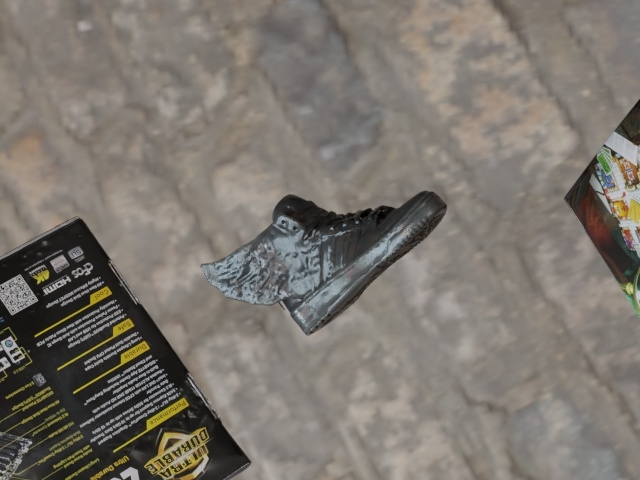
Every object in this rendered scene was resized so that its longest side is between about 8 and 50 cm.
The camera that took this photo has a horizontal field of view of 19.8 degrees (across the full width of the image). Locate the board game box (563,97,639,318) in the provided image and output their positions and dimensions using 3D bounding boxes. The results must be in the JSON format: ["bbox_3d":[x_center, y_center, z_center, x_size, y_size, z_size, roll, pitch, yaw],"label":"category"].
[{"bbox_3d":[0.292,0.017,1.432,0.136,0.030,0.259,-54,50,36],"label":"board game box"}]

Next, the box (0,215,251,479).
[{"bbox_3d":[-0.255,0.160,1.460,0.257,0.322,0.079,55,147,5],"label":"box"}]

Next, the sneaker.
[{"bbox_3d":[0.001,-0.001,1.239,0.170,0.051,0.089,-44,79,29],"label":"sneaker"}]
